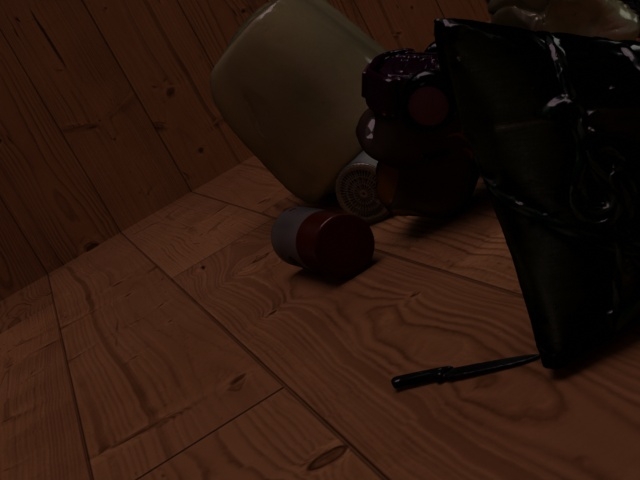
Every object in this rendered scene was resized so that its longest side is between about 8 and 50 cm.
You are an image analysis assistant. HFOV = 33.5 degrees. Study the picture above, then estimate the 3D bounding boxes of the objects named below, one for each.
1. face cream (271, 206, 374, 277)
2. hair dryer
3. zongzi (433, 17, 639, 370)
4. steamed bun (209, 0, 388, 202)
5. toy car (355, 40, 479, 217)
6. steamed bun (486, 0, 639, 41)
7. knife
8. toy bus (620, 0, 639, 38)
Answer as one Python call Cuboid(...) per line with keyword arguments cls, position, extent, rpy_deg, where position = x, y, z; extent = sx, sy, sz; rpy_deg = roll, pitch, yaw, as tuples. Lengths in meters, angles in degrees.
Cuboid(cls="face cream", position=(0.000, 0.000, 1.608), extent=(0.096, 0.095, 0.214), rpy_deg=(-32, 13, -14))
Cuboid(cls="hair dryer", position=(0.211, -0.130, 1.730), extent=(0.357, 0.107, 0.173), rpy_deg=(-10, 21, 31))
Cuboid(cls="zongzi", position=(0.307, -0.075, 1.036), extent=(0.384, 0.319, 0.362), rpy_deg=(-12, 1, -7))
Cuboid(cls="steamed bun", position=(-0.032, -0.266, 2.040), extent=(0.290, 0.371, 0.456), rpy_deg=(-48, -3, -8))
Cuboid(cls="toy car", position=(0.220, -0.154, 1.531), extent=(0.341, 0.240, 0.271), rpy_deg=(4, 24, 12))
Cuboid(cls="steamed bun", position=(0.399, -0.375, 1.855), extent=(0.207, 0.280, 0.268), rpy_deg=(-54, 16, 18))
Cuboid(cls="knife", position=(0.136, 0.125, 1.021), extent=(0.170, 0.010, 0.023), rpy_deg=(-17, 16, 37))
Cuboid(cls="toy bus", position=(0.610, -0.414, 1.912), extent=(0.096, 0.108, 0.199), rpy_deg=(-28, 14, 5))
